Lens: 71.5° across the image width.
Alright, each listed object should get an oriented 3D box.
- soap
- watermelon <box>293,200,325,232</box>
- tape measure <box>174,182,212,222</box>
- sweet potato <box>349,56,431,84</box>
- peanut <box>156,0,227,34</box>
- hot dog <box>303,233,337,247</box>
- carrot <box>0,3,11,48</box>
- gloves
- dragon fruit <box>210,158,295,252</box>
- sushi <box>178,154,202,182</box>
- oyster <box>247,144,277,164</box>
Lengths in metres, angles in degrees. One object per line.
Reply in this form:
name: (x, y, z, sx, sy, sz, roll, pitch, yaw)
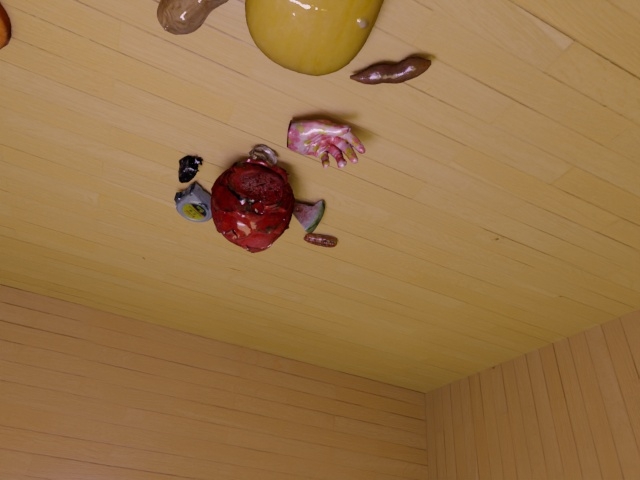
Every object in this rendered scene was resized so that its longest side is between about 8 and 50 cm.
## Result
soap: (-0.006, -0.565, 1.004, 0.305, 0.115, 0.427, 13, 145, -16)
watermelon: (-0.065, -0.086, 1.696, 0.158, 0.121, 0.098, 6, 167, 8)
tape measure: (-0.427, -0.092, 1.756, 0.163, 0.084, 0.330, -14, 138, 30)
sweet potato: (0.186, -0.448, 1.191, 0.218, 0.051, 0.065, -6, 147, 18)
peanut: (-0.287, -0.571, 1.046, 0.263, 0.117, 0.101, -22, 156, 30)
hot dog: (-0.001, 0.001, 1.860, 0.144, 0.038, 0.062, 10, 145, -5)
carrot: (-0.963, -0.606, 1.133, 0.307, 0.100, 0.258, 24, 140, -35)
gloves: (0.019, -0.306, 1.362, 0.241, 0.126, 0.145, 10, 120, 0)
dragon fruit: (-0.229, -0.117, 1.529, 0.295, 0.296, 0.302, 2, 132, 6)
sushi: (-0.456, -0.250, 1.543, 0.084, 0.083, 0.056, -21, 135, 35)
oyster: (-0.193, -0.277, 1.481, 0.083, 0.080, 0.038, 55, 156, -8)
